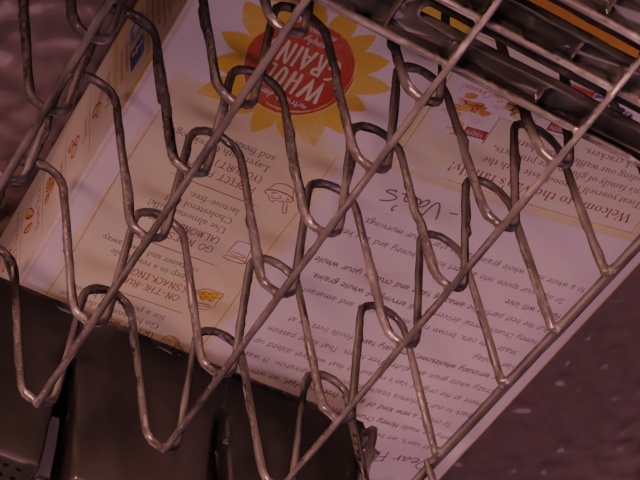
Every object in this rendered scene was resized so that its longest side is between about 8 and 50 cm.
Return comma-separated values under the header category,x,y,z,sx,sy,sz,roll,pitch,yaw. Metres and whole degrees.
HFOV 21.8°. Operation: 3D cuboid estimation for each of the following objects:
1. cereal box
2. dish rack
category,x,y,z,sx,sy,sz,roll,pitch,yaw
cereal box,0.000,0.000,0.519,0.173,0.047,0.240,19,129,-25
dish rack,-0.020,-0.020,0.419,0.208,0.074,0.271,23,125,-22
